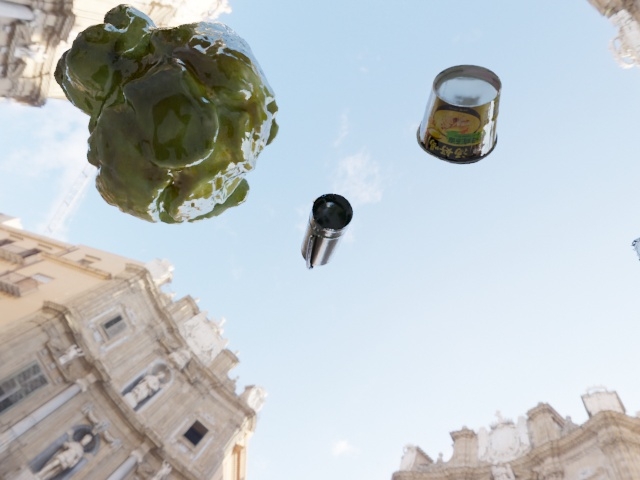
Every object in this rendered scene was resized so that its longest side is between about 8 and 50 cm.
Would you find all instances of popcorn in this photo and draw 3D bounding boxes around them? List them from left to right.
[{"bbox_3d":[-0.186,-0.160,0.509,0.276,0.225,0.277,0,-103,-1],"label":"popcorn"}]

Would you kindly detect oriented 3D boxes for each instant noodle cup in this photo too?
[{"bbox_3d":[0.256,-0.233,0.730,0.151,0.151,0.122,16,-31,16],"label":"instant noodle cup"}]

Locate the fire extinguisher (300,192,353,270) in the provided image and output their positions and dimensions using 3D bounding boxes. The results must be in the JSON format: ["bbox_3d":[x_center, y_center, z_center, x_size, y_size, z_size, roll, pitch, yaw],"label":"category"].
[{"bbox_3d":[0.000,0.000,0.971,0.093,0.118,0.294,23,-27,1],"label":"fire extinguisher"}]

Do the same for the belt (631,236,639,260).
[{"bbox_3d":[0.480,0.035,0.505,0.078,0.198,0.151,-36,-108,19],"label":"belt"}]
